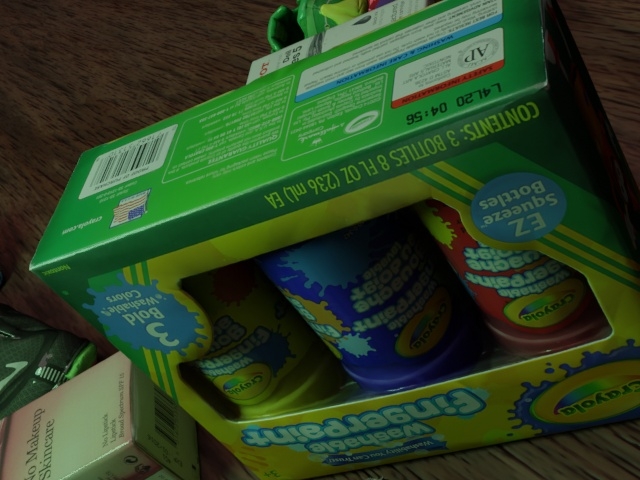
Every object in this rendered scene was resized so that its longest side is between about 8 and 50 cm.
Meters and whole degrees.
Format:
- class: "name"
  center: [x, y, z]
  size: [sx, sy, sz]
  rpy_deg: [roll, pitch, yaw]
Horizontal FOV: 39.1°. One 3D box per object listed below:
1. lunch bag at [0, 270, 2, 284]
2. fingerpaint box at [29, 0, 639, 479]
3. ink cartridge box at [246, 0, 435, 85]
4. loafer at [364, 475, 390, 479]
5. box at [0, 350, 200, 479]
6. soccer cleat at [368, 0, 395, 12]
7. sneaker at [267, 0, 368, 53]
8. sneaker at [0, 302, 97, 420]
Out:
- class: "lunch bag"
  center: [-0.658, 0.049, 1.486]
  size: [0.176, 0.219, 0.090]
  rpy_deg: [-50, 38, -13]
- class: "fingerpaint box"
  center: [0.048, 0.031, 0.789]
  size: [0.445, 0.371, 0.163]
  rpy_deg: [-17, 41, 25]
- class: "ink cartridge box"
  center: [0.033, -0.175, 1.149]
  size: [0.273, 0.115, 0.198]
  rpy_deg: [-17, 42, 27]
- class: "loafer"
  center: [0.086, 0.277, 0.746]
  size: [0.080, 0.078, 0.220]
  rpy_deg: [-44, 37, -6]
- class: "box"
  center: [-0.268, 0.252, 1.029]
  size: [0.232, 0.127, 0.148]
  rpy_deg: [-30, 38, 12]
- class: "soccer cleat"
  center: [0.088, -0.341, 1.344]
  size: [0.109, 0.116, 0.318]
  rpy_deg: [-9, 46, 34]
- class: "sneaker"
  center: [-0.020, -0.302, 1.321]
  size: [0.295, 0.123, 0.109]
  rpy_deg: [159, 120, -73]
- class: "sneaker"
  center: [-0.488, 0.151, 1.253]
  size: [0.483, 0.202, 0.185]
  rpy_deg: [6, 57, 43]
